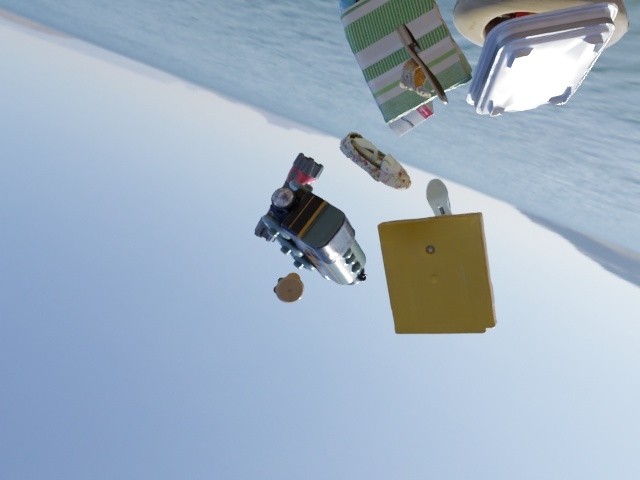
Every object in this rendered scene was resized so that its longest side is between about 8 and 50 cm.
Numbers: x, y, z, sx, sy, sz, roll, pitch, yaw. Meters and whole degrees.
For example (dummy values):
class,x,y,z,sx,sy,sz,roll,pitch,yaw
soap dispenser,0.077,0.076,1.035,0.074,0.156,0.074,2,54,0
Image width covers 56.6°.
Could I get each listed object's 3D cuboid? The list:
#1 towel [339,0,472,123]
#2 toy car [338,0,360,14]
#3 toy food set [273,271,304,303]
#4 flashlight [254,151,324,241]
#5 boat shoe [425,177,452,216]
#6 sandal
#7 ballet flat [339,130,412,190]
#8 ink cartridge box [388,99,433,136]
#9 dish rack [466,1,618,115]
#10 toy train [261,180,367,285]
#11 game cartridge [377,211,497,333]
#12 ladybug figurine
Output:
class,x,y,z,sx,sy,sz,roll,pitch,yaw
towel,0.211,-0.500,1.525,0.324,0.248,0.038,65,-165,6
toy car,0.189,-0.755,1.773,0.238,0.219,0.210,88,157,-60
toy food set,-0.085,0.133,1.624,0.020,0.083,0.083,-120,4,-70
flashlight,-0.103,-0.137,1.956,0.103,0.304,0.103,28,-166,-12
boat shoe,0.348,-0.126,1.768,0.083,0.065,0.183,-96,-15,-49
sandal,0.217,-0.395,1.403,0.088,0.079,0.240,13,-130,-58
ballet flat,0.158,-0.227,1.686,0.241,0.091,0.077,33,148,8
ink cartridge box,0.302,-0.437,2.010,0.063,0.150,0.109,36,-140,-31
dish rack,0.503,-0.394,1.371,0.286,0.072,0.333,-11,162,-1
toy train,0.000,0.000,1.321,0.190,0.142,0.334,34,168,29
game cartridge,0.314,0.095,1.607,0.286,0.323,0.053,-5,-168,28
ladybug figurine,0.571,-0.601,1.535,0.450,0.161,0.305,9,169,-3
